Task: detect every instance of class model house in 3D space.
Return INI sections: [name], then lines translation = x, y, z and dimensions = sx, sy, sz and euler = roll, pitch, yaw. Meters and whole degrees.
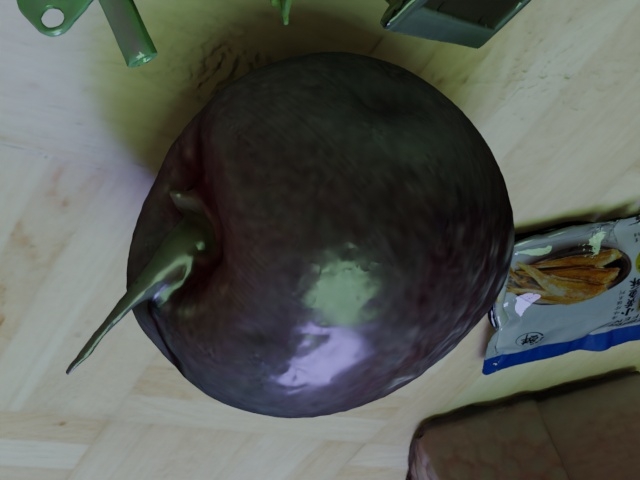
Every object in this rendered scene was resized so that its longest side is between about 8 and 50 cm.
[model house]
translation = 0.227, 0.282, 0.994
dimensions = 0.237, 0.237, 0.202
euler = -12, 139, -10

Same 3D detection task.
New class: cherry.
[cherry]
translation = 0.000, 0.000, 0.616
dimensions = 0.266, 0.184, 0.213
euler = -3, 150, -43

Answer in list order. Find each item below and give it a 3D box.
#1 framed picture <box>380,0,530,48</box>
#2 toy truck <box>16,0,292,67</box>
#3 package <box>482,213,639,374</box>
[framed picture]
translation = 0.149, -0.186, 0.484
dimensions = 0.273, 0.016, 0.216
euler = -42, 174, 18
[toy truck]
translation = -0.026, -0.148, 0.438
dimensions = 0.259, 0.135, 0.128
euler = -16, 171, -10
[package]
translation = 0.215, 0.041, 0.872
dimensions = 0.171, 0.027, 0.173
euler = -13, 137, -8
